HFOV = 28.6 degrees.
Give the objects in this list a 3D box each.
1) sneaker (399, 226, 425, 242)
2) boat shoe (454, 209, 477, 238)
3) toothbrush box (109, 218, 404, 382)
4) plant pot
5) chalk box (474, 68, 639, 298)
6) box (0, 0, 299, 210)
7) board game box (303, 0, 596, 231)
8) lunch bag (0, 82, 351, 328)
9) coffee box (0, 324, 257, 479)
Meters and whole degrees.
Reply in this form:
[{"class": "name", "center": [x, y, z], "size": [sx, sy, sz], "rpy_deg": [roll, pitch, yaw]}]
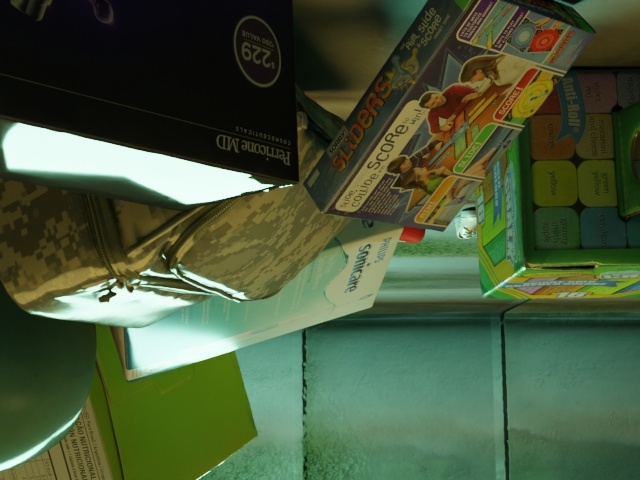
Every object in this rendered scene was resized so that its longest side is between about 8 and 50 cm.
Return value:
[{"class": "sneaker", "center": [0.000, 0.000, 1.617], "size": [0.279, 0.118, 0.107], "rpy_deg": [1, 171, -9]}, {"class": "boat shoe", "center": [0.209, -0.021, 1.766], "size": [0.035, 0.035, 0.100], "rpy_deg": [1, 171, -9]}, {"class": "toothbrush box", "center": [-0.082, 0.021, 1.320], "size": [0.295, 0.126, 0.216], "rpy_deg": [-16, 158, -13]}, {"class": "plant pot", "center": [-0.376, 0.112, 1.292], "size": [0.235, 0.293, 0.293], "rpy_deg": [13, 164, -39]}, {"class": "chalk box", "center": [0.250, -0.051, 1.142], "size": [0.179, 0.180, 0.289], "rpy_deg": [-1, 170, -2]}, {"class": "box", "center": [-0.132, -0.126, 0.625], "size": [0.103, 0.184, 0.261], "rpy_deg": [-8, 169, 39]}, {"class": "board game box", "center": [0.094, -0.096, 0.920], "size": [0.136, 0.035, 0.201], "rpy_deg": [8, 128, -43]}, {"class": "lunch bag", "center": [-0.108, -0.059, 1.026], "size": [0.256, 0.213, 0.305], "rpy_deg": [-20, 168, 11]}, {"class": "coffee box", "center": [-0.332, 0.171, 1.634], "size": [0.334, 0.338, 0.337], "rpy_deg": [-12, -174, 26]}]
